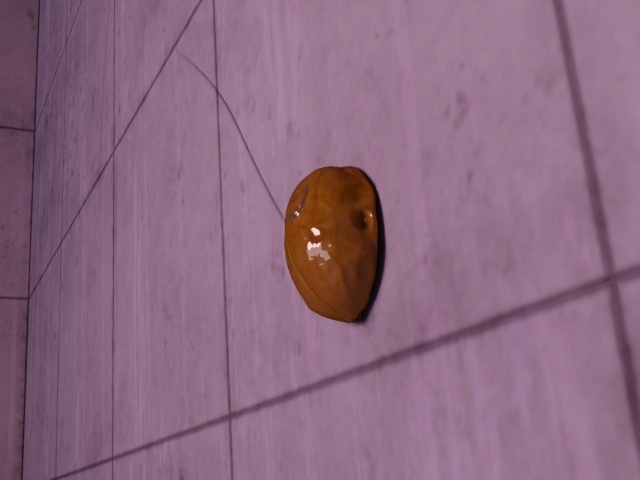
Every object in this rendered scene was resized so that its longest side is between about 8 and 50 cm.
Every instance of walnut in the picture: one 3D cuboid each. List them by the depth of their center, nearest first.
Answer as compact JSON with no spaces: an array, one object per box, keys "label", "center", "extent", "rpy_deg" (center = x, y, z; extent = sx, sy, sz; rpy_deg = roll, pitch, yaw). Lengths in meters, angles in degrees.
[{"label":"walnut","center":[0.000,0.000,0.586],"extent":[0.091,0.052,0.121],"rpy_deg":[135,136,-56]}]
